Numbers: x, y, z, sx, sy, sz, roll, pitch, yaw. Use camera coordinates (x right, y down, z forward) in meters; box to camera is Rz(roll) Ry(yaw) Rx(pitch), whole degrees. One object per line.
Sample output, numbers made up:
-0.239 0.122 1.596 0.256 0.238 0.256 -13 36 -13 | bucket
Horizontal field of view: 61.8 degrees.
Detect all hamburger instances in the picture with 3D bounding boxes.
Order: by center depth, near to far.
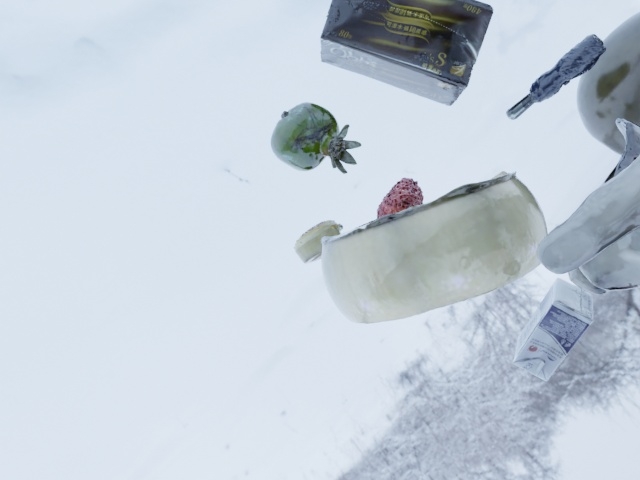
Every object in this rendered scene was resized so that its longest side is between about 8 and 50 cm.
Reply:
0.000 0.000 1.337 0.141 0.082 0.126 -21 169 -20 | hamburger

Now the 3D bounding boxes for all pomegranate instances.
-0.012 -0.212 1.146 0.152 0.191 0.131 -51 147 -7 | pomegranate

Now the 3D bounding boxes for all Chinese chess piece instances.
0.165 0.009 0.814 0.338 0.141 0.338 -20 180 0 | Chinese chess piece

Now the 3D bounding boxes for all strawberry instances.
0.219 -0.115 1.454 0.082 0.121 0.188 79 24 -47 | strawberry

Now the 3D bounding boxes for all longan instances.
0.792 -0.365 1.237 0.361 0.361 0.361 -33 155 -17 | longan

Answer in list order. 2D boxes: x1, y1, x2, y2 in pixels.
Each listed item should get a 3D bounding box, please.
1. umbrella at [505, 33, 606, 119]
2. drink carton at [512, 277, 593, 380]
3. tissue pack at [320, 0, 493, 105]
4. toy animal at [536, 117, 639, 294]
0.518 -0.349 1.191 0.071 0.071 0.248 -13 155 -47 | umbrella
0.587 0.227 1.359 0.134 0.101 0.222 -45 160 -57 | drink carton
0.191 -0.489 1.280 0.198 0.369 0.210 -21 130 -86 | tissue pack
0.365 -0.066 0.466 0.344 0.194 0.302 -47 169 28 | toy animal
